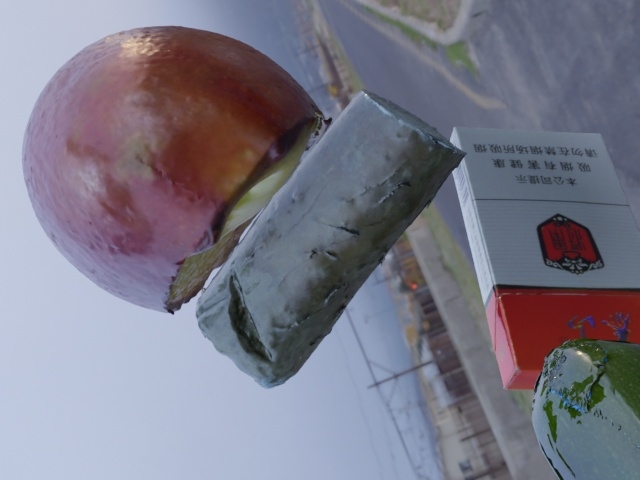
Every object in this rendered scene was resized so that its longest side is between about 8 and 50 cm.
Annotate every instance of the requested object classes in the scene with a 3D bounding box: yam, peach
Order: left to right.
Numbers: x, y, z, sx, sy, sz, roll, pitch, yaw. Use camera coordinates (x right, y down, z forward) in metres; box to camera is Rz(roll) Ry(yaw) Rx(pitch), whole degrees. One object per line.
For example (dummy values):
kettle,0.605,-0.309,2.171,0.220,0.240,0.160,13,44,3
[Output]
peach,-0.118,-0.064,0.845,0.338,0.281,0.281,18,141,50
yam,0.000,0.000,0.380,0.054,0.132,0.054,33,-160,-14

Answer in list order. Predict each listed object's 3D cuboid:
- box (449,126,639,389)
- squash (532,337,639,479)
box,0.185,0.006,0.731,0.035,0.138,0.245,102,168,-47
squash,0.200,0.168,0.369,0.331,0.087,0.087,54,179,24
